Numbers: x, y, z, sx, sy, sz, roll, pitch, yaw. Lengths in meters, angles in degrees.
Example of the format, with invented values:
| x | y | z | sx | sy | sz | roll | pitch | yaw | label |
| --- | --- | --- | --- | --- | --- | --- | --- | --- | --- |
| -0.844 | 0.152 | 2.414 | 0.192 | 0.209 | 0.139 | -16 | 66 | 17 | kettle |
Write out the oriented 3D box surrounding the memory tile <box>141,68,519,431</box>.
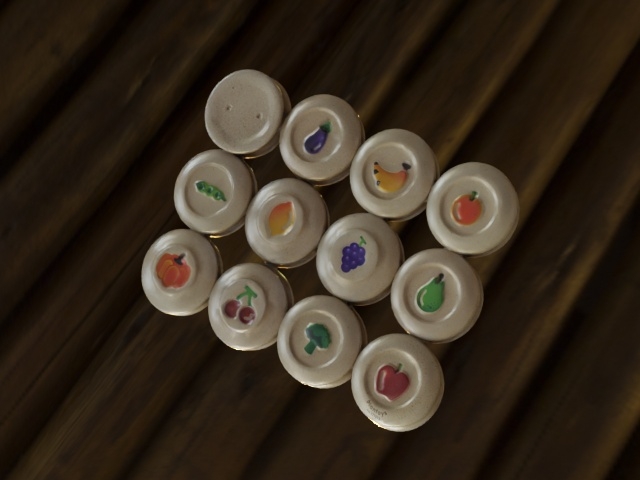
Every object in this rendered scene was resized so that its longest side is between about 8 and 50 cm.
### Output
| x | y | z | sx | sy | sz | roll | pitch | yaw | label |
| --- | --- | --- | --- | --- | --- | --- | --- | --- | --- |
| 0.000 | 0.000 | 0.564 | 0.148 | 0.012 | 0.113 | 25 | -89 | 26 | memory tile |
